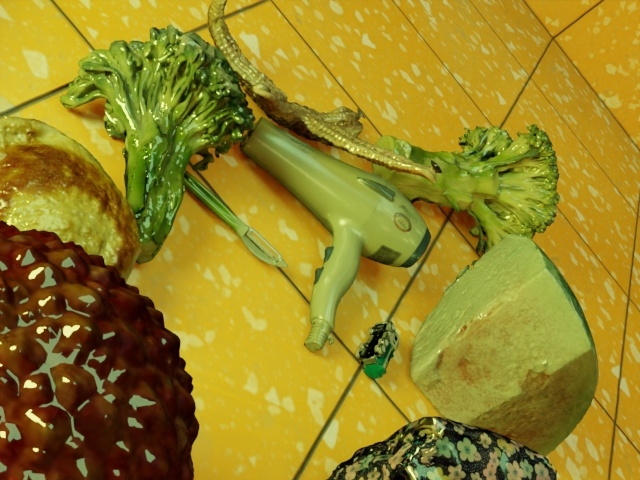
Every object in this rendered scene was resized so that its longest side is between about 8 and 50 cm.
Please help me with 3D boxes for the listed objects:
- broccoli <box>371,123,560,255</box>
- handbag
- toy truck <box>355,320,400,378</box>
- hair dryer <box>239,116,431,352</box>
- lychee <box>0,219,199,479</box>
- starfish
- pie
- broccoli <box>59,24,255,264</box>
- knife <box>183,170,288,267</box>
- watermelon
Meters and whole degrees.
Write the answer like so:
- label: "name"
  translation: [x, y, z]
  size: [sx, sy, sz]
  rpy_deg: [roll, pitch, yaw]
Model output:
- label: "broccoli"
  translation: [0.245, -0.126, 1.499]
  size: [0.361, 0.221, 0.252]
  rpy_deg: [31, 74, -31]
- label: "handbag"
  translation: [0.127, 0.270, 0.942]
  size: [0.228, 0.207, 0.127]
  rpy_deg: [20, 59, -32]
- label: "toy truck"
  translation: [0.080, 0.146, 1.150]
  size: [0.044, 0.039, 0.083]
  rpy_deg: [63, 31, -17]
- label: "hair dryer"
  translation: [-0.014, -0.036, 1.164]
  size: [0.296, 0.119, 0.298]
  rpy_deg: [48, 45, 3]
- label: "lychee"
  translation: [-0.214, 0.130, 0.587]
  size: [0.300, 0.264, 0.264]
  rpy_deg: [69, 26, -22]
- label: "starfish"
  translation: [-0.012, -0.207, 1.218]
  size: [0.398, 0.132, 0.384]
  rpy_deg: [40, 2, -32]
- label: "pie"
  translation: [-0.265, -0.023, 0.819]
  size: [0.179, 0.084, 0.205]
  rpy_deg: [-1, 64, -53]
- label: "broccoli"
  translation: [-0.199, -0.128, 0.964]
  size: [0.198, 0.177, 0.275]
  rpy_deg: [41, 51, -15]
- label: "knife"
  translation: [-0.112, -0.024, 1.076]
  size: [0.184, 0.026, 0.022]
  rpy_deg: [43, 27, -10]
- label: "watermelon"
  translation: [0.247, 0.160, 1.228]
  size: [0.228, 0.258, 0.387]
  rpy_deg: [-113, -168, -46]
